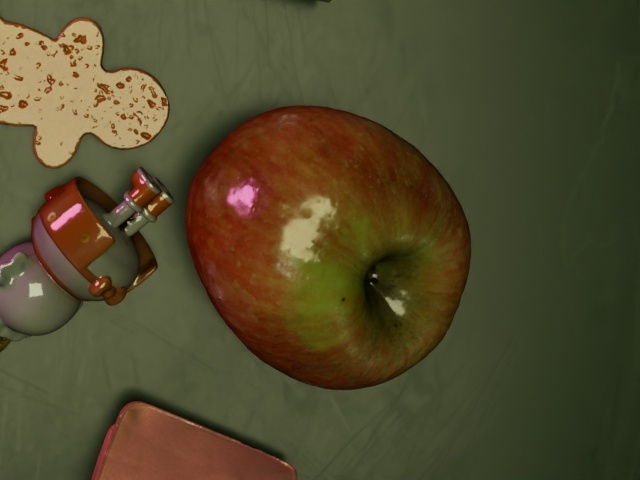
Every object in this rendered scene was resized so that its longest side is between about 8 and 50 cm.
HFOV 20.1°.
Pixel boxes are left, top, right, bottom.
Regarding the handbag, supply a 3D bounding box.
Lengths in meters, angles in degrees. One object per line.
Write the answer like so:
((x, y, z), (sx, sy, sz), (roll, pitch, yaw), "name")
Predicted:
((-0.141, 0.279, 1.939), (0.213, 0.059, 0.157), (23, 55, -9), "handbag")

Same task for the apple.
((0.000, 0.000, 1.891), (0.277, 0.250, 0.309), (-33, 126, -22), "apple")

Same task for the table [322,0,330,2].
((-0.083, -0.336, 1.900), (0.220, 0.126, 0.126), (12, 93, -10), "table")

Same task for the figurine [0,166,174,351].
((-0.267, 0.032, 1.902), (0.143, 0.143, 0.271), (37, 88, -9), "figurine")

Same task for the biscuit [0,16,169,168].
((-0.285, -0.161, 1.931), (0.250, 0.036, 0.165), (13, 93, -6), "biscuit")
